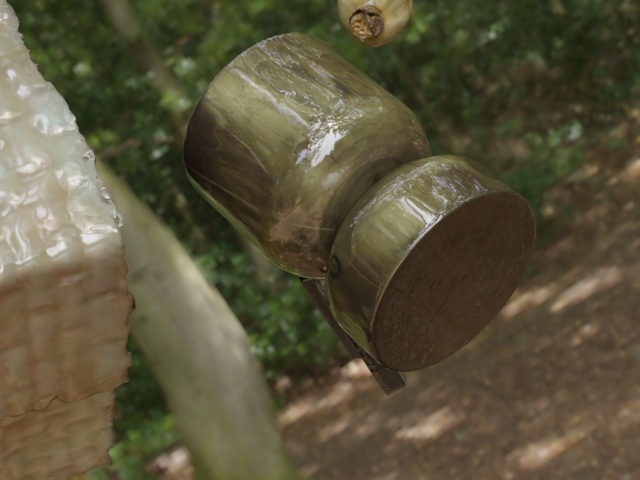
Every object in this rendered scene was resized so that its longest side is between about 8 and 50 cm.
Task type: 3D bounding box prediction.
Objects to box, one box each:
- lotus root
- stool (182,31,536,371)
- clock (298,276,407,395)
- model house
[{"bbox_3d":[0.047,-0.208,1.384,0.062,0.073,0.150,-6,26,14],"label":"lotus root"},{"bbox_3d":[0.028,-0.037,1.345,0.179,0.264,0.179,-29,-38,-25],"label":"stool"},{"bbox_3d":[-0.001,0.000,1.620,0.049,0.273,0.279,-24,-33,5],"label":"clock"},{"bbox_3d":[-0.416,0.048,1.414,0.400,0.395,0.445,-21,-32,-21],"label":"model house"}]
